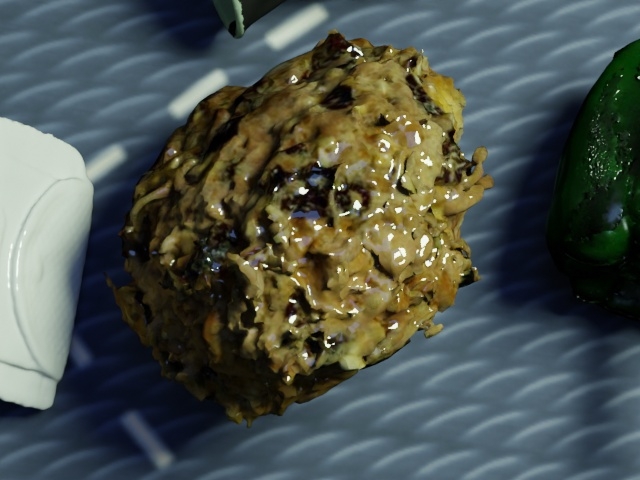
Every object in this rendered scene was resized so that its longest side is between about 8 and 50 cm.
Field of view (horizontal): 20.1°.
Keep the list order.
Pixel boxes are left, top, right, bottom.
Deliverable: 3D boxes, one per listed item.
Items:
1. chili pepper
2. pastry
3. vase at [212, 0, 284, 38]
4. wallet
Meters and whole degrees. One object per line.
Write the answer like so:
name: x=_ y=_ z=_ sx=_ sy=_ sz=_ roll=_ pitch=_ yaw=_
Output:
chili pepper: x=0.233 y=-0.004 z=1.197 sx=0.165 sy=0.174 sz=0.261 roll=12 pitch=65 yaw=10
pastry: x=0.000 y=0.000 z=1.148 sx=0.275 sy=0.275 sz=0.193 roll=-45 pitch=122 yaw=-15
vase: x=0.088 y=-0.254 z=1.258 sx=0.360 sy=0.165 sz=0.165 roll=-21 pitch=80 yaw=-7
wallet: x=-0.198 y=0.013 z=1.173 sx=0.032 sy=0.124 sz=0.183 roll=-2 pitch=73 yaw=35
